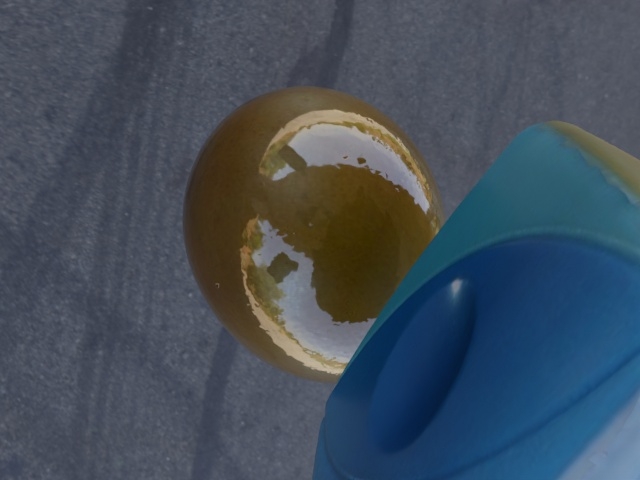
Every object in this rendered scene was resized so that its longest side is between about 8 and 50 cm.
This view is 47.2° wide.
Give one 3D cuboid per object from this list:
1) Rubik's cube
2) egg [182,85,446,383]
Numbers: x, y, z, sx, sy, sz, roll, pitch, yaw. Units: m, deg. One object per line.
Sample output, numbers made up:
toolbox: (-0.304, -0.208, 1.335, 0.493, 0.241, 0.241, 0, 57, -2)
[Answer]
Rubik's cube: (0.213, 0.161, 0.491, 0.347, 0.352, 0.351, 29, 109, -9)
egg: (0.000, 0.000, 0.811, 0.283, 0.283, 0.351, -41, 124, -21)
